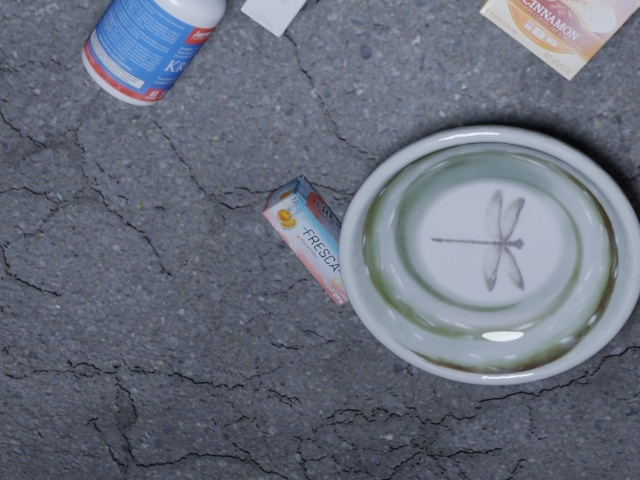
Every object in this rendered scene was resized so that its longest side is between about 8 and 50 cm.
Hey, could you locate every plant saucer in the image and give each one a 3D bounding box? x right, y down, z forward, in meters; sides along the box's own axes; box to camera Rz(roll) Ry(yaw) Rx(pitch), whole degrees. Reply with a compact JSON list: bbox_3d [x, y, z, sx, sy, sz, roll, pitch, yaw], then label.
[{"bbox_3d":[0.227,0.011,1.550,0.401,0.100,0.400,5,121,8],"label":"plant saucer"}]

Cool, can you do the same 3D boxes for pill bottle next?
[{"bbox_3d":[-0.194,-0.284,1.436,0.124,0.124,0.221,36,122,-11],"label":"pill bottle"}]

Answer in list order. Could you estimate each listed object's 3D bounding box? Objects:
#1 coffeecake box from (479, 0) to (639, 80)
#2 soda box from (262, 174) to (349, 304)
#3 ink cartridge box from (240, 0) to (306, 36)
[{"bbox_3d":[0.302,-0.307,1.357,0.142,0.068,0.185,35,121,-10],"label":"coffeecake box"},{"bbox_3d":[0.000,0.000,1.614,0.063,0.058,0.183,-29,113,25],"label":"soda box"},{"bbox_3d":[-0.015,-0.343,1.377,0.060,0.104,0.180,35,121,-9],"label":"ink cartridge box"}]
